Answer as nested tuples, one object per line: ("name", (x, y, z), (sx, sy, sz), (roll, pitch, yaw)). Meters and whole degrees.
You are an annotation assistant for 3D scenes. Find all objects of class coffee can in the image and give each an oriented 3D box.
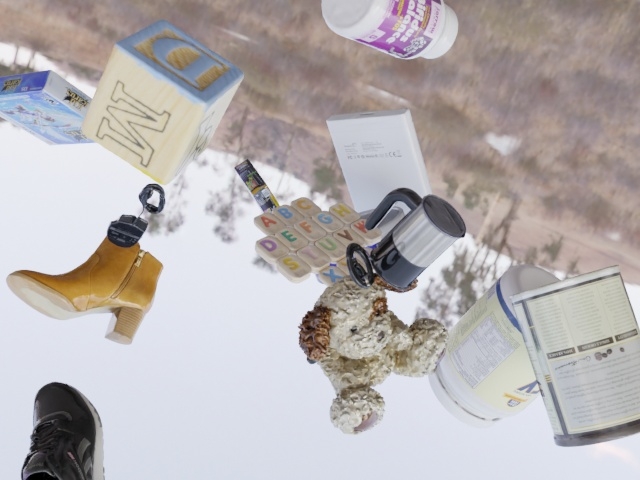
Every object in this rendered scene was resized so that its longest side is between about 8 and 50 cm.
("coffee can", (0.473, 0.202, 1.438), (0.202, 0.275, 0.201), (-16, 172, -2))

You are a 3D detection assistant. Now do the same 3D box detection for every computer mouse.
("computer mouse", (-0.356, -0.054, 1.578), (0.071, 0.242, 0.041), (24, -127, -22))

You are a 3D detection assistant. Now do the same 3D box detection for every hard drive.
("hard drive", (0.170, -0.173, 2.142), (0.233, 0.353, 0.047), (1, -147, 34))

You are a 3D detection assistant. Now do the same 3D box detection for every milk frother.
("milk frother", (0.121, 0.006, 1.206), (0.129, 0.135, 0.143), (37, -145, -7))

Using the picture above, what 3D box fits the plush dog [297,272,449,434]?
("plush dog", (0.063, 0.153, 1.358), (0.262, 0.225, 0.211), (-35, -137, -26))

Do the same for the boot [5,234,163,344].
("boot", (-0.468, 0.065, 1.647), (0.295, 0.104, 0.211), (32, -127, -30))

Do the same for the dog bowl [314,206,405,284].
("dog bowl", (0.096, 0.010, 2.027), (0.265, 0.104, 0.265), (-19, -167, 5))

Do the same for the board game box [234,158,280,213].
("board game box", (-0.146, -0.108, 2.085), (0.141, 0.048, 0.170), (51, 174, 47))

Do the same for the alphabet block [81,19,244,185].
("alphabet block", (-0.287, -0.255, 1.486), (0.193, 0.197, 0.192), (34, -147, 0))

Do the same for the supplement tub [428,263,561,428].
("supplement tub", (0.406, 0.235, 1.762), (0.235, 0.325, 0.235), (24, -145, -18))

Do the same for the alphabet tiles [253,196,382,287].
("alphabet tiles", (0.000, 0.000, 1.787), (0.284, 0.021, 0.278), (-26, -126, -38))

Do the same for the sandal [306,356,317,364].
("sandal", (0.035, 0.264, 2.139), (0.040, 0.179, 0.067), (47, 166, -18))

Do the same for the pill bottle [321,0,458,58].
("pill bottle", (0.158, -0.481, 1.718), (0.301, 0.169, 0.169), (5, -158, -47))

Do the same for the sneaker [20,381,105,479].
("sneaker", (-0.399, 0.331, 1.238), (0.283, 0.107, 0.124), (65, -175, 31))

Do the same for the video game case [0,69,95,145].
("video game case", (-0.643, -0.308, 1.931), (0.269, 0.061, 0.244), (2, 161, 34))
